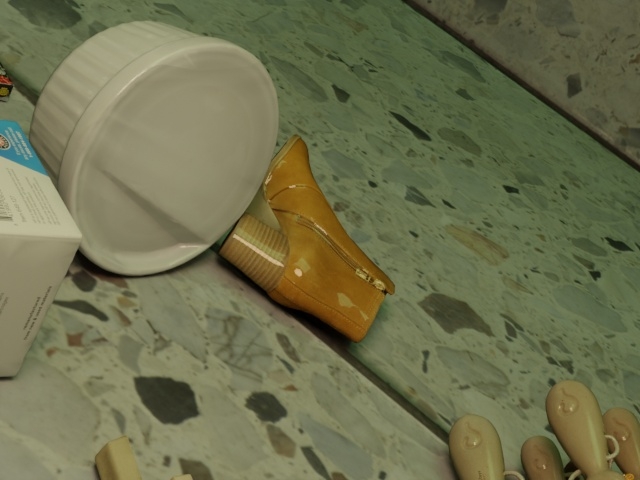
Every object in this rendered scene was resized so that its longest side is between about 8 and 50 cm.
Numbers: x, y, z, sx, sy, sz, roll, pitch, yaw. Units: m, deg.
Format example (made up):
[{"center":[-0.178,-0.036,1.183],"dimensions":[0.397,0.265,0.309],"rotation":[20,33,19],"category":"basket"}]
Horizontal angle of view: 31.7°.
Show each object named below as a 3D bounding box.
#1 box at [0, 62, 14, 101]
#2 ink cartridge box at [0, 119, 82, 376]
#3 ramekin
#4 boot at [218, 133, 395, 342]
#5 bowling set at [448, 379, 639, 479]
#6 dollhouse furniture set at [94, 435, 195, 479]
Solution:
[{"center":[-0.440,-0.224,1.367],"dimensions":[0.094,0.027,0.137],"rotation":[4,38,-44],"category":"box"},{"center":[-0.356,0.001,0.932],"dimensions":[0.232,0.168,0.171],"rotation":[5,37,-42],"category":"ink cartridge box"},{"center":[-0.185,-0.107,1.201],"dimensions":[0.127,0.273,0.273],"rotation":[35,25,34],"category":"ramekin"},{"center":[0.000,0.000,1.394],"dimensions":[0.211,0.104,0.295],"rotation":[34,32,-9],"category":"boot"},{"center":[0.298,0.252,1.197],"dimensions":[0.200,0.287,0.154],"rotation":[54,17,-41],"category":"bowling set"},{"center":[-0.129,0.205,0.943],"dimensions":[0.081,0.091,0.114],"rotation":[28,20,-41],"category":"dollhouse furniture set"}]
